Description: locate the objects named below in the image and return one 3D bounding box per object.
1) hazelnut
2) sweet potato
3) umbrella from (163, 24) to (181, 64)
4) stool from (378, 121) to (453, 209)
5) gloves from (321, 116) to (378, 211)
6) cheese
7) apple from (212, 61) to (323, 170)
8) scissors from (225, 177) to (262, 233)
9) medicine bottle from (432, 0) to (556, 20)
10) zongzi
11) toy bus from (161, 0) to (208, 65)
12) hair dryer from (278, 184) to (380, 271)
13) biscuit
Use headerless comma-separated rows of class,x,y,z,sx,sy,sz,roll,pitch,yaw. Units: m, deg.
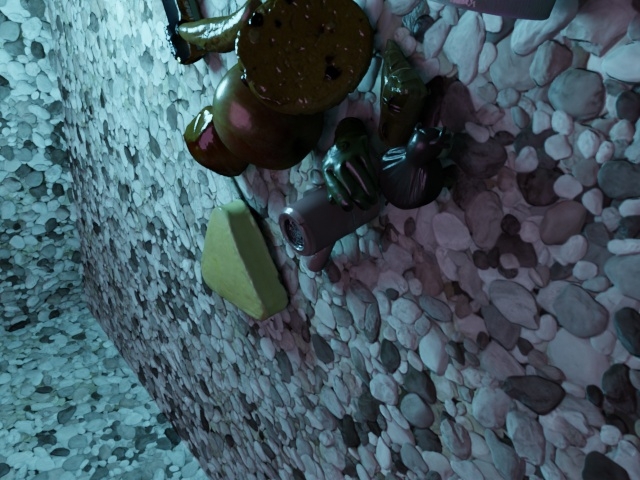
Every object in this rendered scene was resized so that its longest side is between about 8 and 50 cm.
hazelnut,-0.294,-0.290,1.502,0.212,0.181,0.181,3,78,49
sweet potato,-0.265,-0.574,1.394,0.342,0.092,0.114,6,140,41
umbrella,-0.484,-0.646,1.676,0.040,0.037,0.143,-31,77,38
stool,0.197,-0.147,0.988,0.125,0.121,0.217,53,140,25
gloves,0.058,-0.164,1.073,0.135,0.107,0.268,-45,35,37
cheese,-0.265,0.045,1.615,0.384,0.104,0.383,28,129,41
apple,-0.120,-0.297,1.206,0.234,0.257,0.256,46,135,23
scissors,-0.267,-0.143,1.623,0.109,0.022,0.299,-38,78,52
medicine bottle,0.263,-0.474,0.679,0.241,0.241,0.301,37,130,36
zongzi,0.147,-0.291,1.053,0.189,0.082,0.177,104,155,-53
toy bus,-0.437,-0.743,1.536,0.093,0.092,0.408,-11,96,54
hair dryer,0.000,0.000,1.242,0.125,0.210,0.352,49,151,19
biscuit,-0.031,-0.400,1.073,0.075,0.296,0.295,55,-170,-82
